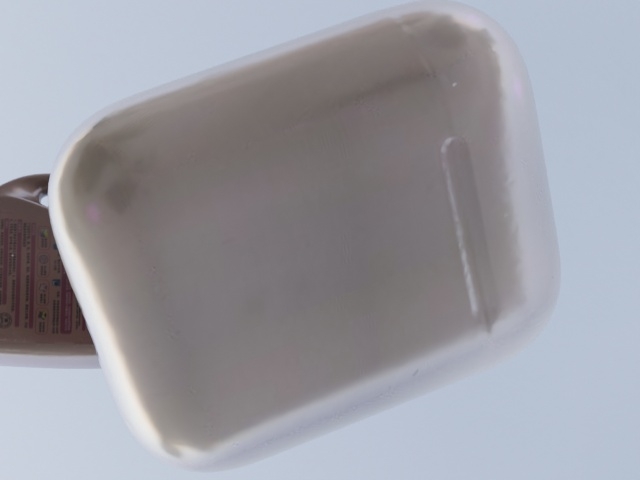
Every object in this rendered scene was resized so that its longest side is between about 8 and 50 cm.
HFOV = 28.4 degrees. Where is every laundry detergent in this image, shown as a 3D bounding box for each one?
[{"bbox_3d":[-0.199,0.026,1.096,0.237,0.076,0.171,1,-106,-16],"label":"laundry detergent"}]

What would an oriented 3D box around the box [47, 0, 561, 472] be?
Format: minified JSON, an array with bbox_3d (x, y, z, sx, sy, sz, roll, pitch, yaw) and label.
[{"bbox_3d":[0.000,0.000,0.900,0.349,0.141,0.288,-21,-64,-12],"label":"box"}]
